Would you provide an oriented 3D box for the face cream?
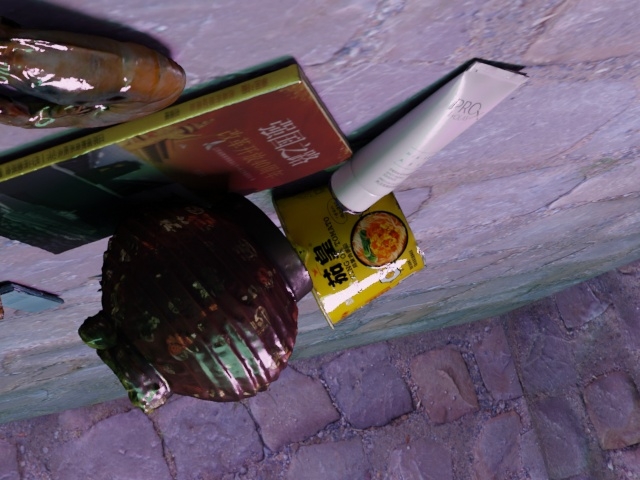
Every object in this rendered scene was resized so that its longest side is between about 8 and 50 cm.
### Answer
[{"bbox_3d":[0.106,-0.111,0.968,0.092,0.058,0.243,0,151,-45],"label":"face cream"}]

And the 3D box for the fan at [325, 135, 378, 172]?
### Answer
[{"bbox_3d":[0.025,-0.093,1.058,0.175,0.005,0.113,-14,168,-2],"label":"fan"}]

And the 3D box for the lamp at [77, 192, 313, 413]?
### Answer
[{"bbox_3d":[-0.133,0.068,0.948,0.247,0.247,0.247,-14,168,-3],"label":"lamp"}]

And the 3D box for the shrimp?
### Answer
[{"bbox_3d":[-0.196,-0.107,0.632,0.143,0.052,0.251,-17,169,24],"label":"shrimp"}]

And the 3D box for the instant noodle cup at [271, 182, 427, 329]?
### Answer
[{"bbox_3d":[0.040,-0.001,1.128,0.144,0.182,0.182,-25,167,1],"label":"instant noodle cup"}]

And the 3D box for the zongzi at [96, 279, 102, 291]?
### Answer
[{"bbox_3d":[-0.172,0.079,1.245,0.256,0.115,0.228,-1,-164,-17],"label":"zongzi"}]

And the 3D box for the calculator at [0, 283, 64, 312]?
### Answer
[{"bbox_3d":[-0.421,0.083,1.279,0.057,0.018,0.172,-15,168,5],"label":"calculator"}]

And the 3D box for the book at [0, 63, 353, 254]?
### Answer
[{"bbox_3d":[-0.166,-0.067,0.905,0.374,0.028,0.262,-17,167,9],"label":"book"}]

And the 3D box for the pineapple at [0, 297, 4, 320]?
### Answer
[{"bbox_3d":[-0.475,0.087,1.085,0.103,0.083,0.221,-22,163,28],"label":"pineapple"}]
